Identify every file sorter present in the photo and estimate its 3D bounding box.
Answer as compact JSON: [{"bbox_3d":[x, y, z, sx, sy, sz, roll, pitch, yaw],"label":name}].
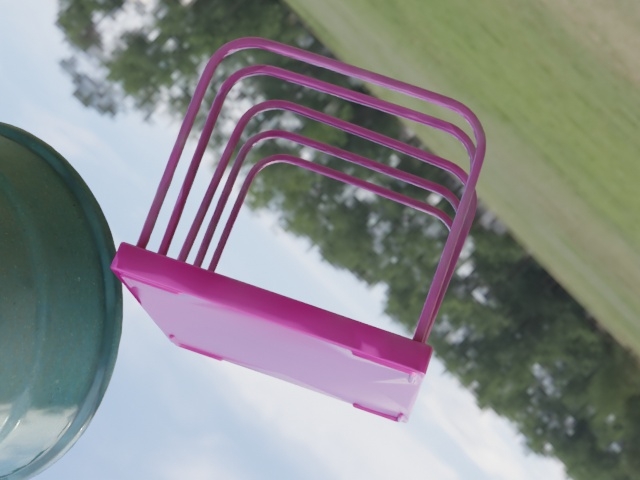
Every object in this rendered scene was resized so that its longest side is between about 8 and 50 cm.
[{"bbox_3d":[0.000,0.000,0.989,0.202,0.182,0.290,19,168,6],"label":"file sorter"}]

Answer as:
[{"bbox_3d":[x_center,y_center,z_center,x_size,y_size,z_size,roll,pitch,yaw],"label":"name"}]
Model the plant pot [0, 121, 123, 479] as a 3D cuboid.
[{"bbox_3d":[-0.392,0.057,1.115,0.341,0.341,0.334,47,-162,18],"label":"plant pot"}]
